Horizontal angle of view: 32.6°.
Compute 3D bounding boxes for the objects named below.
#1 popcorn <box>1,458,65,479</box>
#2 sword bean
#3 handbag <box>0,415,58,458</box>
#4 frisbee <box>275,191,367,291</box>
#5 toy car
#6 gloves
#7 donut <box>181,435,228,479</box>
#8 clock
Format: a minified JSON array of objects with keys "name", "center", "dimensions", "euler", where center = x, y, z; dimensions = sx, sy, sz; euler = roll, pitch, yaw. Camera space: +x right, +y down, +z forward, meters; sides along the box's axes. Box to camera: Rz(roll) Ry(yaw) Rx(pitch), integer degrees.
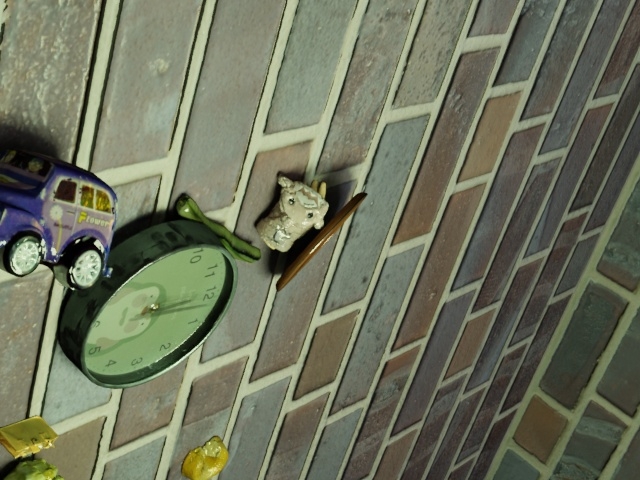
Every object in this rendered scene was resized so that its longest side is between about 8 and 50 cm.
[{"name":"popcorn","center":[-0.488,0.432,1.821],"dimensions":[0.141,0.162,0.135],"euler":[125,-17,-52]},{"name":"sword bean","center":[-0.175,-0.013,1.876],"dimensions":[0.043,0.038,0.269],"euler":[-48,150,0]},{"name":"handbag","center":[-0.475,0.320,1.768],"dimensions":[0.083,0.061,0.027],"euler":[-13,133,-51]},{"name":"frisbee","center":[0.000,0.000,2.055],"dimensions":[0.251,0.021,0.251],"euler":[-47,180,0]},{"name":"toy car","center":[-0.384,-0.037,1.436],"dimensions":[0.235,0.172,0.158],"euler":[18,90,-57]},{"name":"gloves","center":[-0.047,-0.045,1.966],"dimensions":[0.094,0.110,0.144],"euler":[-104,-142,-71]},{"name":"donut","center":[-0.239,0.464,2.288],"dimensions":[0.108,0.043,0.097],"euler":[-29,142,-30]},{"name":"clock","center":[-0.275,0.110,1.801],"dimensions":[0.319,0.066,0.319],"euler":[-33,148,-24]}]
